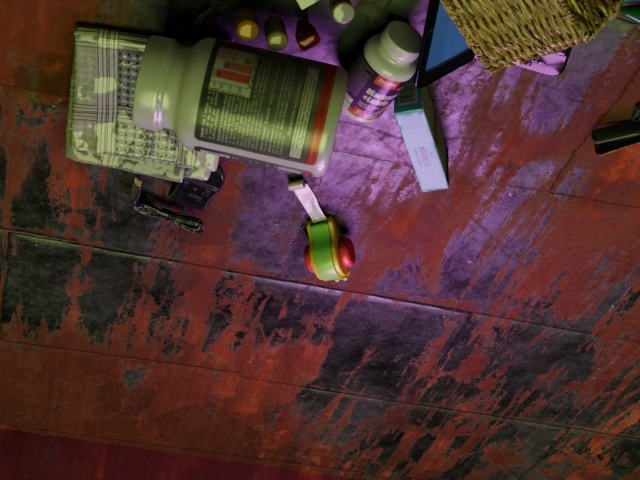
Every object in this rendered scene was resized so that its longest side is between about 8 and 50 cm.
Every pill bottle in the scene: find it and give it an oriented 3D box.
[{"bbox_3d":[-0.145,-0.252,1.965,0.363,0.210,0.210,13,142,-2],"label":"pill bottle"},{"bbox_3d":[0.113,-0.319,2.028,0.108,0.108,0.193,18,140,-19],"label":"pill bottle"}]

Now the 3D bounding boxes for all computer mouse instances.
[{"bbox_3d":[-0.247,-0.459,1.920,0.106,0.042,0.193,-28,133,35],"label":"computer mouse"},{"bbox_3d":[-0.313,-0.126,2.356,0.184,0.060,0.262,19,143,-9],"label":"computer mouse"}]

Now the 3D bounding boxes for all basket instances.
[{"bbox_3d":[0.316,-0.455,1.707,0.299,0.213,0.223,50,149,-20],"label":"basket"}]

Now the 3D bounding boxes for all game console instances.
[{"bbox_3d":[0.320,-0.380,1.873,0.250,0.173,0.293,18,144,9],"label":"game console"}]

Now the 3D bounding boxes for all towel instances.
[{"bbox_3d":[-0.344,-0.258,2.128,0.312,0.056,0.324,8,130,-7],"label":"towel"}]

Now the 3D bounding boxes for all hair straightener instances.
[{"bbox_3d":[0.657,-0.234,2.158,0.231,0.047,0.089,-13,140,18],"label":"hair straightener"}]

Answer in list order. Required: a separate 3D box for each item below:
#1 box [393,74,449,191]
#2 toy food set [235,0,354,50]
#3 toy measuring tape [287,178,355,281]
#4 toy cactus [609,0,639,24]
[{"bbox_3d":[0.205,-0.213,2.170,0.060,0.100,0.244,-8,141,15],"label":"box"},{"bbox_3d":[-0.035,-0.419,1.946,0.232,0.104,0.111,-28,122,9],"label":"toy food set"},{"bbox_3d":[0.000,0.000,2.448,0.122,0.121,0.330,-11,140,17],"label":"toy measuring tape"},{"bbox_3d":[0.541,-0.419,1.896,0.219,0.112,0.181,22,149,-36],"label":"toy cactus"}]
